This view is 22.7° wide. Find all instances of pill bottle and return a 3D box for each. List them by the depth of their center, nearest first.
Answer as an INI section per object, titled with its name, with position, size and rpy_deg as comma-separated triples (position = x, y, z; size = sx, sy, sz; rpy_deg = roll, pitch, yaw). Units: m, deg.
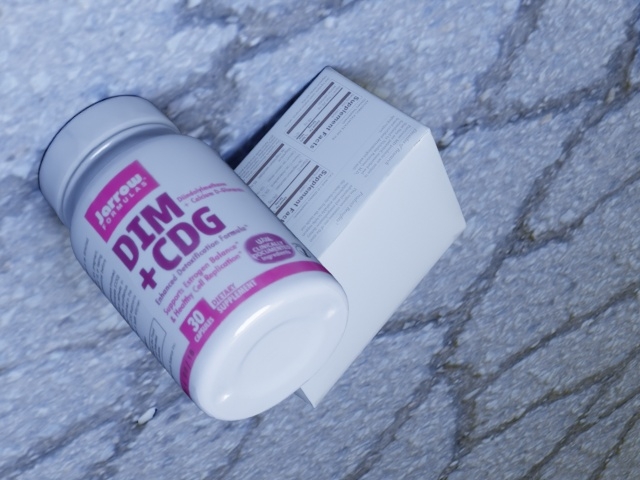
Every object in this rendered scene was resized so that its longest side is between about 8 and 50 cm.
[pill bottle]
position = -0.119, 0.008, 1.401
size = 0.160, 0.283, 0.160
rpy_deg = -31, 148, -22

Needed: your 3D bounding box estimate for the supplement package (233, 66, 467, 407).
[supplement package]
position = 0.000, 0.000, 1.626
size = 0.262, 0.145, 0.204
rpy_deg = -49, 150, -12
